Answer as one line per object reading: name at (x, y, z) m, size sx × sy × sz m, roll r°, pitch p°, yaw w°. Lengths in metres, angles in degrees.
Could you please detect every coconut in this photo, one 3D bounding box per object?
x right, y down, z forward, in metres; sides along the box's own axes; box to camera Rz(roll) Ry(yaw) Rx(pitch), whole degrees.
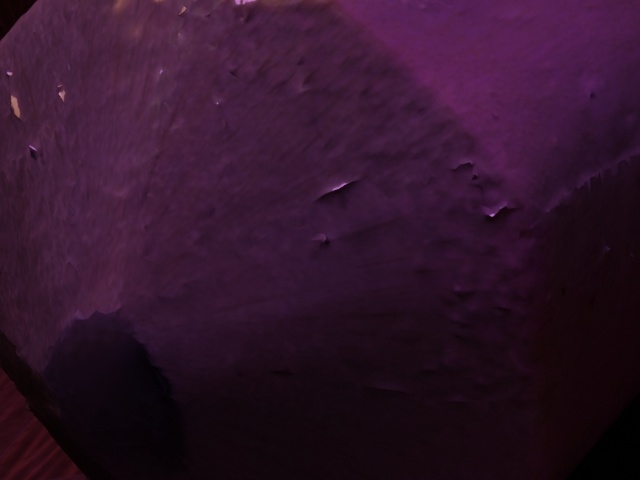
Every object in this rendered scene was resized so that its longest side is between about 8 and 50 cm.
coconut at (0.000, 0.000, 0.814) m, size 0.297 × 0.297 × 0.309 m, roll -4°, pitch 16°, yaw 38°
